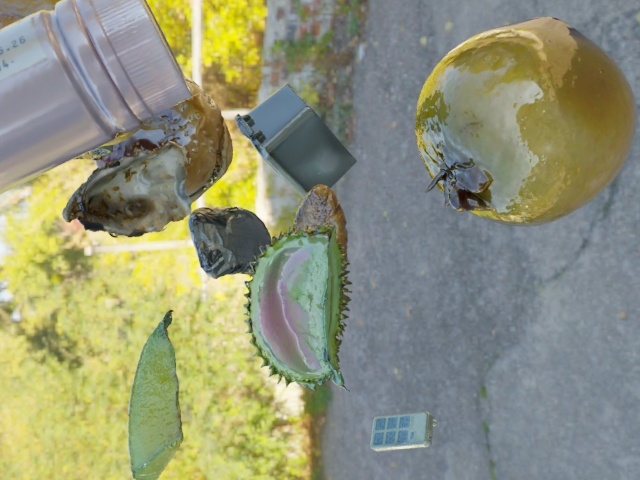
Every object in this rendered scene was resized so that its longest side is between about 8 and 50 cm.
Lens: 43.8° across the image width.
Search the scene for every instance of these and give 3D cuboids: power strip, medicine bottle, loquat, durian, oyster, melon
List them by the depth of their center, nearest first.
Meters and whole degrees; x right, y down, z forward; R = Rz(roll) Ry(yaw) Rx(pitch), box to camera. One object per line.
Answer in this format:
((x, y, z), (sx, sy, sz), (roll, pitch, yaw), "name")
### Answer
((0.138, -0.080, 0.552), (0.163, 0.163, 0.137), (-113, 6, -51), "loquat")
((-0.255, -0.132, 0.725), (0.133, 0.250, 0.133), (154, 90, -90), "medicine bottle")
((-0.214, -0.053, 0.878), (0.051, 0.148, 0.103), (16, 112, 47), "oyster")
((0.096, 0.225, 0.937), (0.090, 0.016, 0.040), (-17, 50, 40), "power strip")
((-0.025, 0.086, 1.034), (0.095, 0.137, 0.220), (-29, -62, -76), "durian")
((-0.243, 0.225, 1.196), (0.114, 0.053, 0.261), (-27, 54, 37), "melon")

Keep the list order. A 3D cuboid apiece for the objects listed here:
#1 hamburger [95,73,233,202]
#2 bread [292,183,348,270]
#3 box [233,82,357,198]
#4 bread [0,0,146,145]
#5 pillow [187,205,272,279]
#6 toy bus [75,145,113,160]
((-0.282, -0.181, 1.419), (0.146, 0.243, 0.286), (57, -147, -66), "hamburger")
((0.000, 0.000, 1.482), (0.076, 0.105, 0.233), (-78, -15, -68), "bread")
((-0.043, -0.196, 1.611), (0.243, 0.135, 0.163), (42, -171, -44), "box")
((-0.322, -0.204, 0.932), (0.142, 0.270, 0.195), (6, -81, -81), "bread")
((-0.182, 0.008, 1.729), (0.335, 0.093, 0.161), (7, -108, -70), "pillow")
((-0.356, -0.193, 1.169), (0.201, 0.114, 0.098), (150, 114, -62), "toy bus")
